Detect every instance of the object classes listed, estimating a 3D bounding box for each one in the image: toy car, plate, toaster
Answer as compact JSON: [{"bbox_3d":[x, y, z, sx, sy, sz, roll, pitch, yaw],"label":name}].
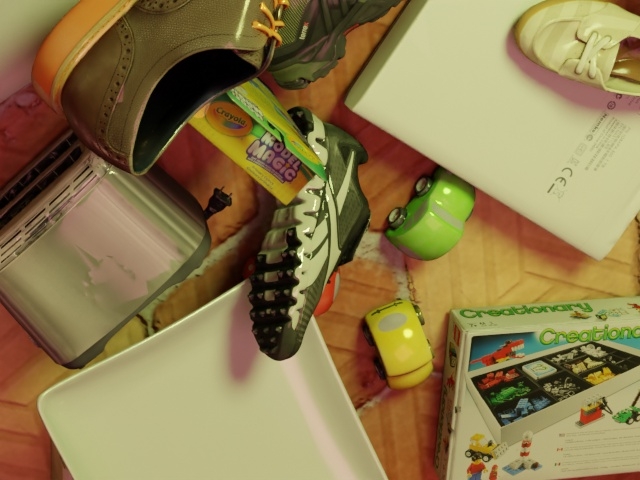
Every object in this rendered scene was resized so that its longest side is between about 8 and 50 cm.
[{"bbox_3d":[0.071,0.027,1.721,0.239,0.053,0.225,33,103,-27],"label":"toy car"},{"bbox_3d":[-0.095,0.201,1.652,0.278,0.045,0.277,-29,102,-21],"label":"plate"},{"bbox_3d":[-0.204,-0.006,1.585,0.227,0.129,0.146,-40,117,10],"label":"toaster"}]

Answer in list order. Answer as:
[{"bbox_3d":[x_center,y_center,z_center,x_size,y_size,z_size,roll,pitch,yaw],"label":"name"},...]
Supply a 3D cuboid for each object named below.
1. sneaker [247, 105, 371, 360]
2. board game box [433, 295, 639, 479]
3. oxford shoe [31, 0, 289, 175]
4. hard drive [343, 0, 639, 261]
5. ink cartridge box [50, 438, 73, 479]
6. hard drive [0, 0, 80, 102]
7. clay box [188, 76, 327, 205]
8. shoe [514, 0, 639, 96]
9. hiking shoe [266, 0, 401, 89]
[{"bbox_3d":[0.000,0.000,1.635,0.106,0.078,0.234,15,77,-33],"label":"sneaker"},{"bbox_3d":[0.276,0.156,1.843,0.305,0.053,0.193,-3,117,-15],"label":"board game box"},{"bbox_3d":[-0.055,-0.201,1.370,0.364,0.133,0.130,-46,153,8],"label":"oxford shoe"},{"bbox_3d":[0.206,-0.139,1.681,0.318,0.040,0.210,29,101,-26],"label":"hard drive"},{"bbox_3d":[-0.177,0.290,1.752,0.172,0.100,0.237,-4,117,-16],"label":"ink cartridge box"},{"bbox_3d":[-0.340,-0.196,1.433,0.353,0.047,0.233,-32,117,14],"label":"hard drive"},{"bbox_3d":[-0.075,-0.113,1.514,0.053,0.222,0.127,-45,118,9],"label":"clay box"},{"bbox_3d":[0.283,-0.173,1.633,0.219,0.058,0.077,10,109,-22],"label":"shoe"},{"bbox_3d":[0.010,-0.240,1.554,0.114,0.086,0.227,35,103,-31],"label":"hiking shoe"}]
